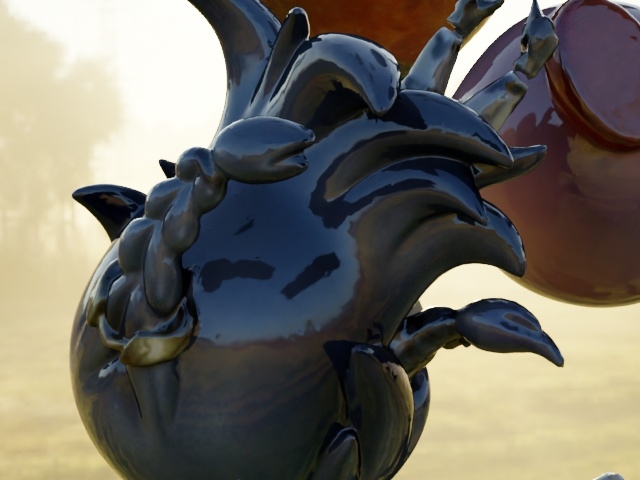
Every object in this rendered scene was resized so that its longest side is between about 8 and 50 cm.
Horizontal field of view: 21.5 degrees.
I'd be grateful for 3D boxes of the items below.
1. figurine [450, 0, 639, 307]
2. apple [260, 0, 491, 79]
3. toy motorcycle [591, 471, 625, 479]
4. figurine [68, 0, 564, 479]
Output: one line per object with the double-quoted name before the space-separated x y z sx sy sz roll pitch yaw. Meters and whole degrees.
"figurine" 0.147 -0.045 0.907 0.173 0.173 0.173 -2 2 0
"apple" 0.032 -0.211 1.105 0.230 0.230 0.230 -2 2 0
"toy motorcycle" 0.092 0.200 0.997 0.151 0.074 0.228 9 -41 -40
"figurine" -0.011 0.007 0.766 0.197 0.265 0.175 5 17 -20
